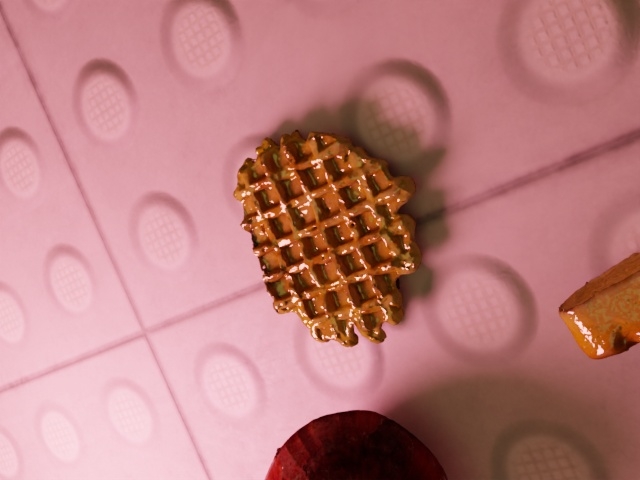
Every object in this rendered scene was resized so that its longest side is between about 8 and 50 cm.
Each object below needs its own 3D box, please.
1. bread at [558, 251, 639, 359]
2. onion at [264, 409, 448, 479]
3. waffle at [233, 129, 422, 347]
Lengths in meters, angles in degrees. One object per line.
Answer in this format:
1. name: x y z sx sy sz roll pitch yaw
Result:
1. bread: 0.382 0.049 0.789 0.245 0.102 0.094 -40 80 32
2. onion: 0.051 0.374 1.000 0.276 0.276 0.277 9 109 29
3. waffle: 0.002 -0.001 1.033 0.307 0.060 0.312 17 111 27
